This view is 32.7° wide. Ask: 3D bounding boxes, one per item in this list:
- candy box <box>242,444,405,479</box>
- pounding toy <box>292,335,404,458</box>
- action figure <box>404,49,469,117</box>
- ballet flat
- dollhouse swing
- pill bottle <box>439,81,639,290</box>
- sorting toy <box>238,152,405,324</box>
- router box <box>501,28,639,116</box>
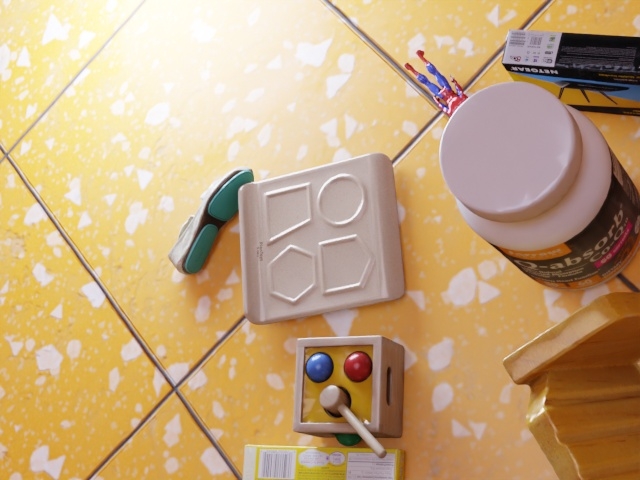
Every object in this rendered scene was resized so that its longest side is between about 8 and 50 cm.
[{"bbox_3d":[0.000,0.297,1.290,0.206,0.027,0.105,-3,76,26],"label":"candy box"},{"bbox_3d":[0.036,0.183,1.263,0.130,0.100,0.141,-5,73,26],"label":"pounding toy"},{"bbox_3d":[0.153,-0.187,1.356,0.038,0.030,0.115,-45,66,15],"label":"action figure"},{"bbox_3d":[-0.151,-0.034,1.449,0.052,0.057,0.168,34,91,40],"label":"ballet flat"},{"bbox_3d":[0.426,0.161,0.979,0.305,0.315,0.347,-46,58,31],"label":"dollhouse swing"},{"bbox_3d":[0.232,-0.052,1.132,0.162,0.278,0.162,-8,72,25],"label":"pill bottle"},{"bbox_3d":[0.000,0.000,1.377,0.208,0.038,0.193,-11,71,19],"label":"sorting toy"},{"bbox_3d":[0.307,-0.184,1.216,0.179,0.133,0.046,10,79,29],"label":"router box"}]
